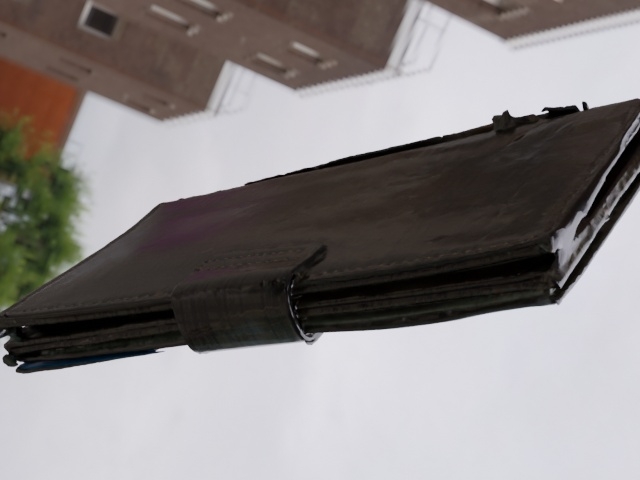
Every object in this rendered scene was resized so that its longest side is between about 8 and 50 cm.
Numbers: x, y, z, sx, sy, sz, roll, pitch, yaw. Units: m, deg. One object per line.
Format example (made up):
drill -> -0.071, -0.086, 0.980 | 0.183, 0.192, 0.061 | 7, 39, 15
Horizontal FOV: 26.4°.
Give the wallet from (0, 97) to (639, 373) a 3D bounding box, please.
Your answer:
wallet -> 0.000, 0.001, 0.659 | 0.317, 0.044, 0.169 | -10, -159, 35
